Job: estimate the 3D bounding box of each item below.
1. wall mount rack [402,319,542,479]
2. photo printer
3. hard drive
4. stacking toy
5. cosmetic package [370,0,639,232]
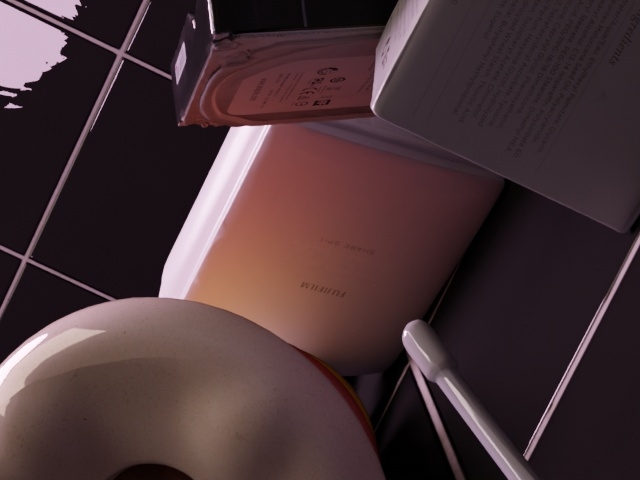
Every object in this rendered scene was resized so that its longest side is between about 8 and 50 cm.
[{"bbox_3d":[0.041,0.217,0.745,0.350,0.130,0.304,-61,7,27],"label":"wall mount rack"},{"bbox_3d":[0.000,0.000,1.478,0.107,0.256,0.307,-101,33,-48],"label":"photo printer"},{"bbox_3d":[0.065,-0.153,1.211,0.237,0.339,0.064,136,127,-73],"label":"hard drive"},{"bbox_3d":[-0.053,0.194,1.318,0.351,0.350,0.480,-63,-13,14],"label":"stacking toy"},{"bbox_3d":[0.147,-0.128,1.007,0.151,0.183,0.151,-62,7,23],"label":"cosmetic package"}]
